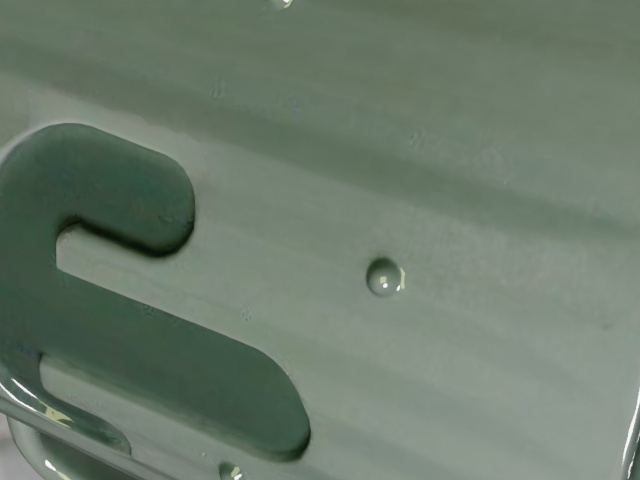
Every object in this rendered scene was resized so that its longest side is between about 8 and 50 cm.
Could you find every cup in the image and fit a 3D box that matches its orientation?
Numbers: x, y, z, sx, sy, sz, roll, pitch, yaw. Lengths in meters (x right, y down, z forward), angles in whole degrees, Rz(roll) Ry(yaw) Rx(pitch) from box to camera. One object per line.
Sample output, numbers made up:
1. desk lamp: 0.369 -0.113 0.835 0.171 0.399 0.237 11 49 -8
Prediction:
1. cup: -0.009 0.000 0.687 0.392 0.310 0.401 18 101 20
